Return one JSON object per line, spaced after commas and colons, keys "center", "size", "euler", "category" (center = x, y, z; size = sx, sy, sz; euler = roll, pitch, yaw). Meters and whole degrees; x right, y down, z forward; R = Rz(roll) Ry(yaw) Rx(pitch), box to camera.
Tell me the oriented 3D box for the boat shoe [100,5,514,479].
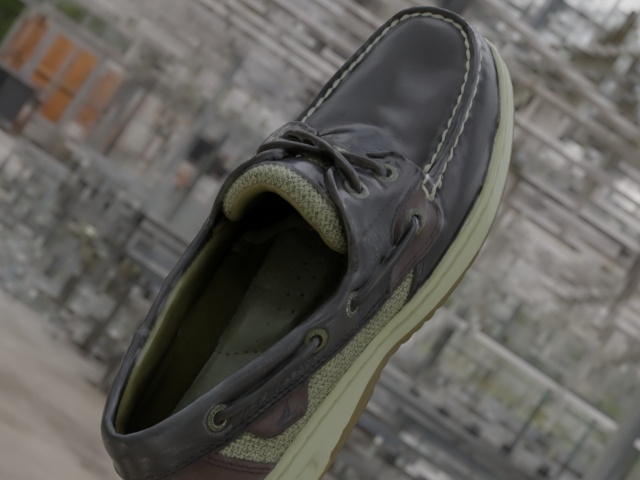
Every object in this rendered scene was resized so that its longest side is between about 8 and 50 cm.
{"center": [-0.001, 0.000, 0.661], "size": [0.080, 0.223, 0.073], "euler": [17, -26, 30], "category": "boat shoe"}
